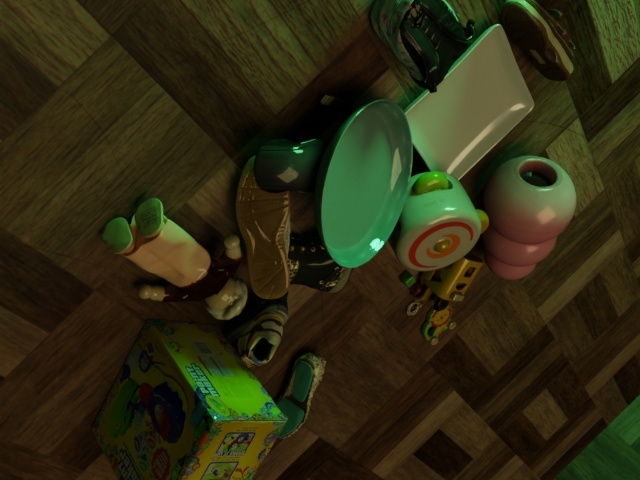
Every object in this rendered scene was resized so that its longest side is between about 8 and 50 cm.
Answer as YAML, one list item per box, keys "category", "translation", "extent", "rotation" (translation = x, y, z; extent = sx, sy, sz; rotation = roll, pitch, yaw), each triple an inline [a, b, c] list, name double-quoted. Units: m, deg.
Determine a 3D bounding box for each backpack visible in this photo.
- category: "backpack"
  translation: [0.174, -0.371, 1.489]
  extent: [0.182, 0.115, 0.152]
  rotation: [36, 86, -48]

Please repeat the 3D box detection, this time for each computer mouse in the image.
- category: "computer mouse"
  translation: [-0.002, -0.169, 1.496]
  extent: [0.262, 0.060, 0.184]
  rotation: [-1, 101, -46]

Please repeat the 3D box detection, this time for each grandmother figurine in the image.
- category: "grandmother figurine"
  translation: [-0.232, 0.048, 1.526]
  extent: [0.207, 0.104, 0.342]
  rotation: [-21, 145, 15]

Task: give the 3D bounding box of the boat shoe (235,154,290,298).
- category: "boat shoe"
  translation: [-0.104, -0.033, 1.565]
  extent: [0.098, 0.096, 0.277]
  rotation: [-1, 110, -2]

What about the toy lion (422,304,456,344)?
- category: "toy lion"
  translation: [0.298, 0.206, 2.141]
  extent: [0.100, 0.034, 0.096]
  rotation: [-41, 133, -3]

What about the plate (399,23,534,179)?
- category: "plate"
  translation: [0.297, -0.270, 1.728]
  extent: [0.278, 0.045, 0.277]
  rotation: [-44, 140, 0]

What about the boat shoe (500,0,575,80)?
- category: "boat shoe"
  translation: [0.445, -0.429, 1.700]
  extent: [0.257, 0.095, 0.095]
  rotation: [37, 73, -48]

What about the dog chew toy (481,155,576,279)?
- category: "dog chew toy"
  translation: [0.466, -0.035, 1.956]
  extent: [0.206, 0.207, 0.332]
  rotation: [-23, 142, -24]

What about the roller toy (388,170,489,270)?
- category: "roller toy"
  translation: [0.233, -0.033, 1.763]
  extent: [0.191, 0.146, 0.209]
  rotation: [-39, 140, 22]

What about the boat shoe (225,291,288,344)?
- category: "boat shoe"
  translation: [-0.128, 0.164, 1.729]
  extent: [0.065, 0.083, 0.183]
  rotation: [36, 126, -25]

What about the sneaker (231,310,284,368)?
- category: "sneaker"
  translation: [-0.135, 0.219, 1.665]
  extent: [0.069, 0.084, 0.185]
  rotation: [24, 130, -16]

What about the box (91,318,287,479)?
- category: "box"
  translation: [-0.257, 0.351, 1.601]
  extent: [0.177, 0.290, 0.279]
  rotation: [11, 114, -44]

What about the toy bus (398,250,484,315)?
- category: "toy bus"
  translation: [0.298, 0.102, 1.994]
  extent: [0.191, 0.104, 0.202]
  rotation: [-32, 138, -14]

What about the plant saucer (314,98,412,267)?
- category: "plant saucer"
  translation: [0.076, -0.106, 1.560]
  extent: [0.317, 0.043, 0.318]
  rotation: [-31, 130, -47]

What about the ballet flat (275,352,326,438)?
- category: "ballet flat"
  translation: [-0.045, 0.359, 1.949]
  extent: [0.077, 0.091, 0.241]
  rotation: [-22, 143, -56]

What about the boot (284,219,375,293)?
- category: "boot"
  translation: [0.001, 0.002, 1.683]
  extent: [0.178, 0.085, 0.236]
  rotation: [5, 118, -38]
